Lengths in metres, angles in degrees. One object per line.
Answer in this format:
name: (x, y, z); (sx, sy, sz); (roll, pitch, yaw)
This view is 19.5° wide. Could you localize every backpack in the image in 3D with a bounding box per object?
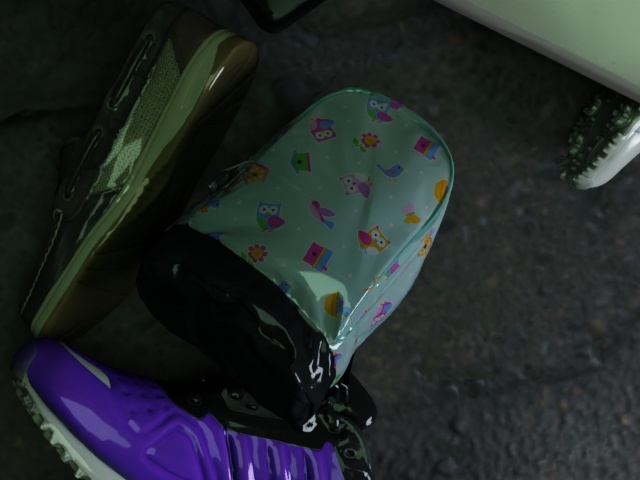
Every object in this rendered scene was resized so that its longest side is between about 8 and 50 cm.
backpack: (0.000, 0.000, 1.095); (0.152, 0.115, 0.182); (42, 63, 3)

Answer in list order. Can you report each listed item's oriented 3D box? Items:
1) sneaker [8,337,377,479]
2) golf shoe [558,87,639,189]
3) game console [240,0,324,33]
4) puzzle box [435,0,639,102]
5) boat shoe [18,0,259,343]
sneaker: (-0.047, 0.121, 1.141); (0.293, 0.102, 0.146); (38, 88, -19)
golf shoe: (0.230, -0.087, 1.176); (0.086, 0.069, 0.176); (43, 91, -20)
game console: (-0.010, -0.198, 1.098); (0.122, 0.071, 0.107); (-35, 98, 8)
puzzle box: (0.263, -0.196, 1.111); (0.409, 0.052, 0.272); (27, 87, 2)
boat shoe: (-0.120, -0.041, 1.117); (0.073, 0.080, 0.223); (38, 105, 19)
